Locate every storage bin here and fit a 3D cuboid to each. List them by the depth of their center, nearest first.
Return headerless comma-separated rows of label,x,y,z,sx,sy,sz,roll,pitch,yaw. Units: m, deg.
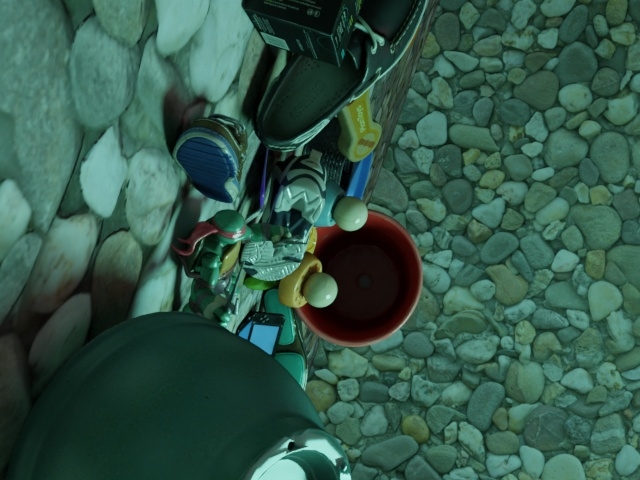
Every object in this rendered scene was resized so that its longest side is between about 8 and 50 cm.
storage bin,0.016,-0.149,1.374,0.180,0.084,0.122,101,11,-54

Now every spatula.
spatula,-0.119,-0.002,0.986,0.084,0.030,0.296,109,3,-74

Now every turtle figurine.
turtle figurine,-0.110,0.027,0.816,0.175,0.118,0.234,-46,175,-36

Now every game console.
game console,-0.127,0.207,1.343,0.071,0.107,0.122,-114,-143,-58

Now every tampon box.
tampon box,-0.002,-0.300,0.771,0.120,0.101,0.161,23,87,-83

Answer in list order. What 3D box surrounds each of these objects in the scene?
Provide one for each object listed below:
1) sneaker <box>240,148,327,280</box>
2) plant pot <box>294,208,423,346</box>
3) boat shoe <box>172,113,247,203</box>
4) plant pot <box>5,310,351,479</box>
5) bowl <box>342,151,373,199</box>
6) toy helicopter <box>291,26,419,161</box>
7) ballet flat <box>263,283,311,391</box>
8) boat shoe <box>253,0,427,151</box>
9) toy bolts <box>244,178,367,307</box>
sneaker,-0.051,-0.050,1.102,0.153,0.094,0.235,-74,-175,-47
plant pot,0.083,0.083,1.457,0.243,0.275,0.275,41,69,-80
boat shoe,-0.110,-0.096,0.717,0.183,0.066,0.066,121,-14,-76
plant pot,-0.097,0.227,0.619,0.293,0.196,0.293,-13,107,-47
bowl,0.033,-0.066,1.739,0.391,0.077,0.391,20,90,-83
toy helicopter,0.034,-0.222,1.069,0.235,0.140,0.355,-45,155,-11
ballet flat,-0.063,0.221,1.447,0.096,0.095,0.280,-23,114,-69
boat shoe,0.032,-0.233,0.871,0.302,0.114,0.091,-53,-175,6
toy bolts,0.000,0.000,1.221,0.218,0.158,0.228,-14,124,-64
